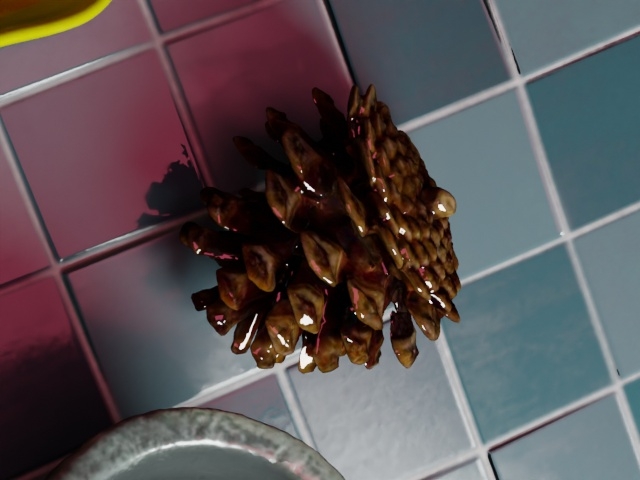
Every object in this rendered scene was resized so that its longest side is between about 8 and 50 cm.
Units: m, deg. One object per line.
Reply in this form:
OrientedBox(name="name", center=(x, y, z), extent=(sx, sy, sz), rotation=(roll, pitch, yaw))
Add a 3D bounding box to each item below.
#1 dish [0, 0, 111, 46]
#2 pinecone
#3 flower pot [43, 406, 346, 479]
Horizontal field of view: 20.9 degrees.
OrientedBox(name="dish", center=(-0.254, -0.211, 1.090), extent=(0.262, 0.108, 0.221), rotation=(-32, 102, -33))
OrientedBox(name="pinecone", center=(0.000, 0.000, 1.172), extent=(0.208, 0.208, 0.207), rotation=(-1, 95, -17))
OrientedBox(name="flower pot", center=(-0.099, 0.254, 1.116), extent=(0.299, 0.283, 0.299), rotation=(12, 56, -18))
